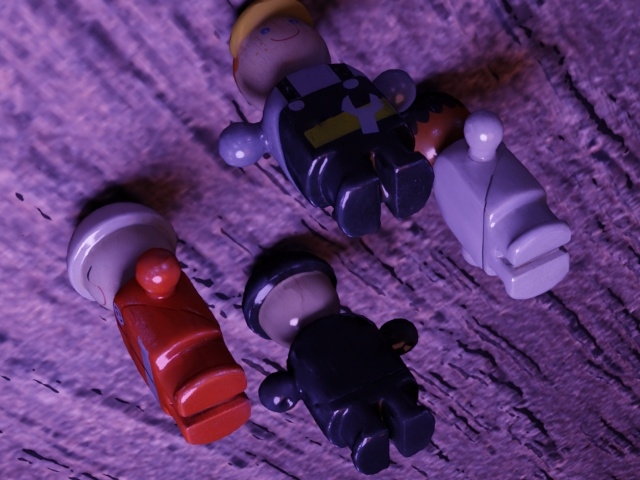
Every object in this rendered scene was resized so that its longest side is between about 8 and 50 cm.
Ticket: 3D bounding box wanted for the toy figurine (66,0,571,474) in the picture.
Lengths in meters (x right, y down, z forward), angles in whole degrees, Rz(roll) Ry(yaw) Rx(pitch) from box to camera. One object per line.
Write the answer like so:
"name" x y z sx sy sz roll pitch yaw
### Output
"toy figurine" 0.000 0.000 0.806 0.213 0.148 0.209 16 118 -44
